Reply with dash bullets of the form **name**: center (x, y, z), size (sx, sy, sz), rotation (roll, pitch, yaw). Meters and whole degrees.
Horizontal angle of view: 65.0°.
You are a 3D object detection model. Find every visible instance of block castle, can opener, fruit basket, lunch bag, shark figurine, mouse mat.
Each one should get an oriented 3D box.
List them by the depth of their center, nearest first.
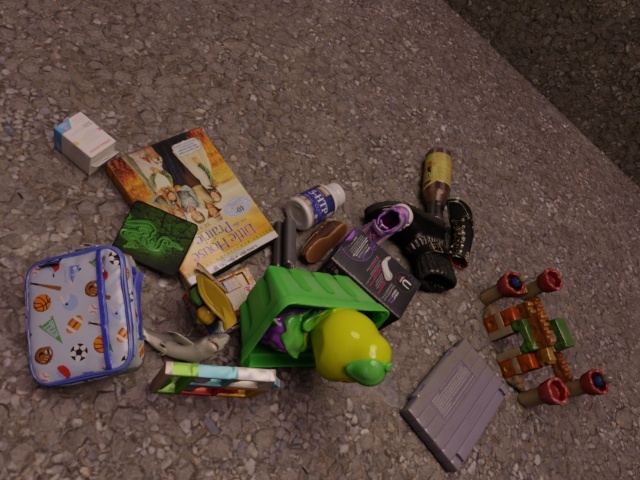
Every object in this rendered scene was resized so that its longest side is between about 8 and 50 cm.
- **lunch bag**: center (-0.515, 0.159, 1.116), size (0.242, 0.115, 0.304), rotation (-12, 75, -1)
- **shark figurine**: center (-0.360, 0.235, 1.249), size (0.278, 0.166, 0.116), rotation (20, 27, 4)
- **fruit basket**: center (0.015, 0.248, 1.250), size (0.391, 0.283, 0.392), rotation (29, 28, -17)
- **mouse mat**: center (-0.434, -0.007, 1.318), size (0.189, 0.007, 0.153), rotation (22, 79, 3)
- **can opener**: center (-0.095, 0.072, 1.500), size (0.095, 0.075, 0.284), rotation (38, 42, -47)
- **block castle**: center (0.771, 0.324, 1.725), size (0.302, 0.213, 0.454), rotation (0, 64, -29)

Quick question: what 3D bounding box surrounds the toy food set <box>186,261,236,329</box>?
- **toy food set**: center (-0.280, 0.154, 1.240), size (0.071, 0.218, 0.128), rotation (-42, 117, 2)

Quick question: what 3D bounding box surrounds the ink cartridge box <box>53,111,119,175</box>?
- **ink cartridge box**: center (-0.633, -0.256, 1.364), size (0.143, 0.090, 0.092), rotation (41, 52, -2)

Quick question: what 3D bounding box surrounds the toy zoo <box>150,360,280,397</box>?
- **toy zoo**: center (-0.233, 0.332, 1.180), size (0.293, 0.192, 0.030), rotation (11, 59, -24)

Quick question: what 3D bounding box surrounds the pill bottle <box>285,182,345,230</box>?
- **pill bottle**: center (-0.011, -0.116, 1.613), size (0.186, 0.112, 0.112), rotation (-32, 81, -38)

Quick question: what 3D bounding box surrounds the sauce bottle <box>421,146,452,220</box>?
- **sauce bottle**: center (0.442, -0.203, 1.912), size (0.111, 0.111, 0.345), rotation (24, 52, -15)

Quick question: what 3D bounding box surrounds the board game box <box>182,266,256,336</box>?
- **board game box**: center (-0.249, 0.172, 1.357), size (0.193, 0.045, 0.147), rotation (-22, 75, -36)

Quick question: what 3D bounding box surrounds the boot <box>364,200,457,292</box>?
- **boot**: center (0.309, 0.022, 1.696), size (0.347, 0.131, 0.260), rotation (15, 57, -22)

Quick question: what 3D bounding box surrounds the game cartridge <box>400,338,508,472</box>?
- **game cartridge**: center (0.414, 0.487, 1.534), size (0.230, 0.068, 0.355), rotation (48, 52, 9)

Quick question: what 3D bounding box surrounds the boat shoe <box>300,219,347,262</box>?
- **boat shoe**: center (0.000, 0.000, 1.586), size (0.073, 0.073, 0.207), rotation (21, 39, 31)

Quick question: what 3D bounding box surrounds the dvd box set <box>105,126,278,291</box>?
- **dvd box set**: center (-0.360, -0.101, 1.431), size (0.307, 0.062, 0.421), rotation (-30, 80, -32)

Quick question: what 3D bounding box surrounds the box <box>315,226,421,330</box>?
- **box**: center (0.142, 0.120, 1.539), size (0.270, 0.143, 0.165), rotation (42, 53, -1)

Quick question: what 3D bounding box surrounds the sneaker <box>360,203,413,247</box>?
- **sneaker**: center (0.185, -0.031, 1.602), size (0.095, 0.236, 0.104), rotation (51, 15, 9)

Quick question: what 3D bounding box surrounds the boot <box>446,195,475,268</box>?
- **boot**: center (0.500, -0.028, 1.808), size (0.236, 0.085, 0.179), rotation (55, 44, -42)
